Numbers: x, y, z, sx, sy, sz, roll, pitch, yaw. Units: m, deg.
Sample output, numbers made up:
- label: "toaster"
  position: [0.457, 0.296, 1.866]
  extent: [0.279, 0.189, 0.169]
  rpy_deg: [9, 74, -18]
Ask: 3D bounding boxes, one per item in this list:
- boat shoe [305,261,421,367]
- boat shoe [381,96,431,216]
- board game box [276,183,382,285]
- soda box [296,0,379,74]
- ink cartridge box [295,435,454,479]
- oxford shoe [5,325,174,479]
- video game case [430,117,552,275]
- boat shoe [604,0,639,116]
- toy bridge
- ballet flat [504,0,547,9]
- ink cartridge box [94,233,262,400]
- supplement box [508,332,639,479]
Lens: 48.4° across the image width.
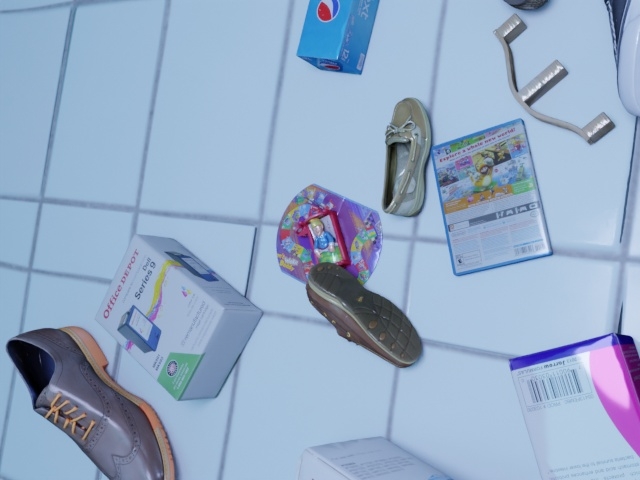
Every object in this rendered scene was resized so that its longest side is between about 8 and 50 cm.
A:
- label: "boat shoe"
  position: [0.052, 0.101, 0.907]
  extent: [0.178, 0.064, 0.060]
  rpy_deg: [39, 137, 21]
- label: "boat shoe"
  position: [0.102, -0.107, 0.898]
  extent: [0.056, 0.048, 0.153]
  rpy_deg: [4, 88, 50]
- label: "board game box"
  position: [0.000, 0.000, 0.961]
  extent: [0.168, 0.033, 0.133]
  rpy_deg: [27, 97, 32]
- label: "soda box"
  position: [0.036, -0.339, 0.965]
  extent: [0.071, 0.067, 0.210]
  rpy_deg: [15, 91, 33]
- label: "ink cartridge box"
  position: [0.100, 0.366, 0.728]
  extent: [0.306, 0.131, 0.226]
  rpy_deg: [19, 102, 53]
- label: "oxford shoe"
  position: [-0.361, 0.272, 1.087]
  extent: [0.363, 0.132, 0.130]
  rpy_deg: [39, 103, 29]
- label: "video game case"
  position: [0.202, -0.050, 0.855]
  extent: [0.119, 0.015, 0.166]
  rpy_deg: [-16, 76, 30]
- label: "boat shoe"
  position: [0.346, -0.281, 0.754]
  extent: [0.102, 0.108, 0.301]
  rpy_deg: [-160, 71, -64]
- label: "toy bridge"
  position: [0.257, -0.182, 0.832]
  extent: [0.063, 0.026, 0.188]
  rpy_deg: [-42, 64, 21]
- label: "ballet flat"
  position: [0.214, -0.377, 0.875]
  extent: [0.084, 0.058, 0.250]
  rpy_deg: [-49, 54, 41]
- label: "ink cartridge box"
  position: [-0.213, 0.109, 1.043]
  extent: [0.212, 0.093, 0.154]
  rpy_deg: [36, 103, 32]
- label: "supplement box"
  position: [0.284, 0.213, 0.712]
  extent: [0.111, 0.114, 0.220]
  rpy_deg: [-20, 72, 27]
